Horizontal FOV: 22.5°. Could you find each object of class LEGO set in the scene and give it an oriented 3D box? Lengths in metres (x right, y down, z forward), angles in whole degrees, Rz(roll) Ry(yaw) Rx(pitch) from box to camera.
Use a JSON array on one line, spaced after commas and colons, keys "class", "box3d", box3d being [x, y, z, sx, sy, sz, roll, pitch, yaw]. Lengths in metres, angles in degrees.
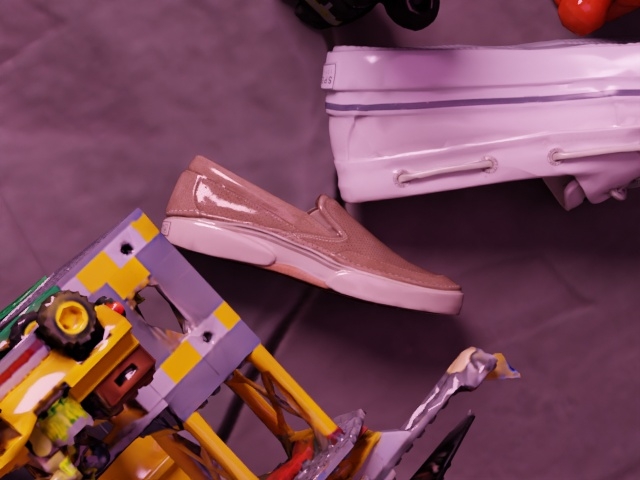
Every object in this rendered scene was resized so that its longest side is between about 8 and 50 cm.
[{"class": "LEGO set", "box3d": [-0.091, 0.141, 0.553, 0.192, 0.331, 0.255, 47, 56, -7]}]

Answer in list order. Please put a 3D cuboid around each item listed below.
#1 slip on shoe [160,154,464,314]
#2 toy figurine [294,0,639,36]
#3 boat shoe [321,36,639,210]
[{"class": "slip on shoe", "box3d": [0.000, 0.000, 0.699, 0.135, 0.051, 0.041, 16, 86, -2]}, {"class": "toy figurine", "box3d": [0.072, -0.192, 0.672, 0.213, 0.148, 0.209, -1, 87, -11]}, {"class": "boat shoe", "box3d": [0.114, -0.051, 0.717, 0.226, 0.083, 0.076, -1, 99, 0]}]
